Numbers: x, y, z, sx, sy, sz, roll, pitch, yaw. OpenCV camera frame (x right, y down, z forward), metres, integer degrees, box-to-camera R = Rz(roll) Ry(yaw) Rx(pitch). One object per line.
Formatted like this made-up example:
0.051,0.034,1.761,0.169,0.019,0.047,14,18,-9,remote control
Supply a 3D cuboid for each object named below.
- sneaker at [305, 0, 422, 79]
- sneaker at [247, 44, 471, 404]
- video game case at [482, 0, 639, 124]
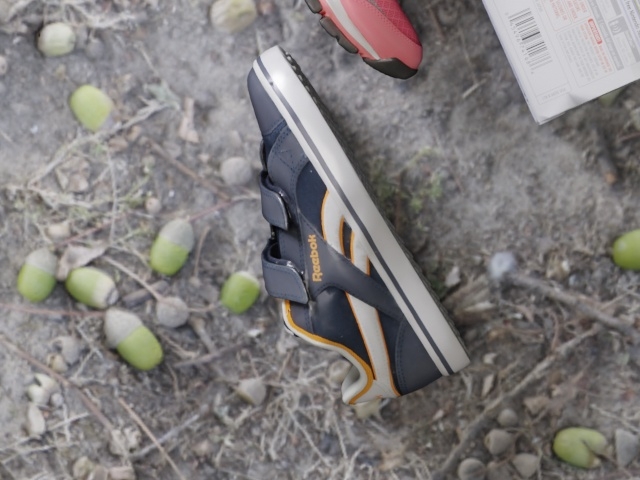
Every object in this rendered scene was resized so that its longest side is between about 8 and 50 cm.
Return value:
0.020,-0.277,1.267,0.136,0.116,0.313,-29,101,10,sneaker
0.000,0.000,1.340,0.127,0.126,0.321,-28,103,6,sneaker
0.233,-0.265,1.279,0.244,0.061,0.269,-23,103,12,video game case
